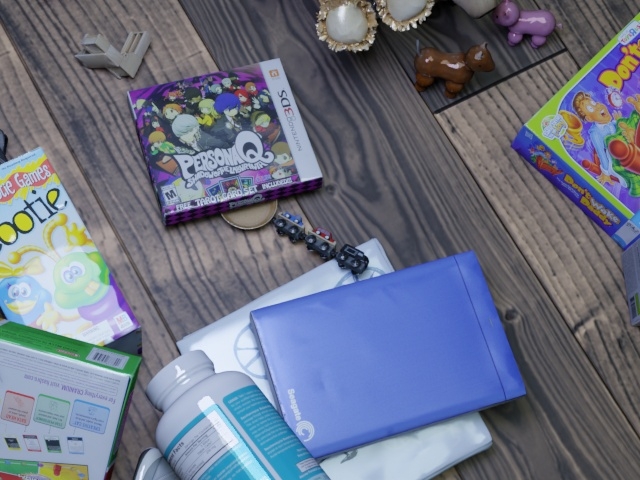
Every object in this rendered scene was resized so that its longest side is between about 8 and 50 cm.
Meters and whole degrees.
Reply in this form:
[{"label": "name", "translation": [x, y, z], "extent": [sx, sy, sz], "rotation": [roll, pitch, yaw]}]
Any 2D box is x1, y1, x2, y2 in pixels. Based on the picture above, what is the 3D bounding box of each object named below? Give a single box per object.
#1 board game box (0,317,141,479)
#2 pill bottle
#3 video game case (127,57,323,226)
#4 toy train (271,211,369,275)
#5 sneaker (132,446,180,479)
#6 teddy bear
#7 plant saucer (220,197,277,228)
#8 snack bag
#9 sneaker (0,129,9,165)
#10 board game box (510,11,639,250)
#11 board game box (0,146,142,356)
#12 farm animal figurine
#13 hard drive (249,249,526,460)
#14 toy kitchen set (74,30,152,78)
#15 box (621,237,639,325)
[{"label": "board game box", "translation": [-0.368, 0.259, 1.377], "extent": [0.242, 0.064, 0.316], "rotation": [16, 104, -2]}, {"label": "pill bottle", "translation": [-0.103, 0.262, 1.420], "extent": [0.146, 0.146, 0.264], "rotation": [-34, 71, -17]}, {"label": "video game case", "translation": [-0.137, -0.143, 1.643], "extent": [0.232, 0.042, 0.210], "rotation": [-14, 66, -12]}, {"label": "toy train", "translation": [0.000, 0.000, 1.602], "extent": [0.158, 0.027, 0.036], "rotation": [28, 57, 23]}, {"label": "sneaker", "translation": [-0.191, 0.380, 1.437], "extent": [0.132, 0.086, 0.228], "rotation": [17, 68, -4]}, {"label": "teddy bear", "translation": [0.037, -0.423, 1.645], "extent": [0.245, 0.113, 0.338], "rotation": [-40, 72, 8]}, {"label": "plant saucer", "translation": [-0.103, -0.051, 1.634], "extent": [0.083, 0.015, 0.083], "rotation": [2, 64, -3]}, {"label": "snack bag", "translation": [0.027, 0.204, 1.553], "extent": [0.323, 0.037, 0.342], "rotation": [-28, 76, -15]}, {"label": "sneaker", "translation": [-0.477, -0.136, 1.602], "extent": [0.078, 0.067, 0.188], "rotation": [-28, 73, -38]}, {"label": "board game box", "translation": [0.487, -0.186, 1.730], "extent": [0.233, 0.078, 0.347], "rotation": [43, 71, 9]}, {"label": "board game box", "translation": [-0.357, 0.045, 1.501], "extent": [0.142, 0.144, 0.275], "rotation": [-28, 77, -16]}, {"label": "farm animal figurine", "translation": [0.212, -0.399, 1.719], "extent": [0.327, 0.172, 0.330], "rotation": [38, 70, 7]}, {"label": "hard drive", "translation": [0.088, 0.152, 1.537], "extent": [0.319, 0.040, 0.210], "rotation": [-15, 73, -11]}, {"label": "toy kitchen set", "translation": [-0.305, -0.285, 1.671], "extent": [0.068, 0.083, 0.075], "rotation": [3, 63, 38]}, {"label": "box", "translation": [0.546, 0.053, 1.638], "extent": [0.203, 0.103, 0.114], "rotation": [0, 71, -8]}]
